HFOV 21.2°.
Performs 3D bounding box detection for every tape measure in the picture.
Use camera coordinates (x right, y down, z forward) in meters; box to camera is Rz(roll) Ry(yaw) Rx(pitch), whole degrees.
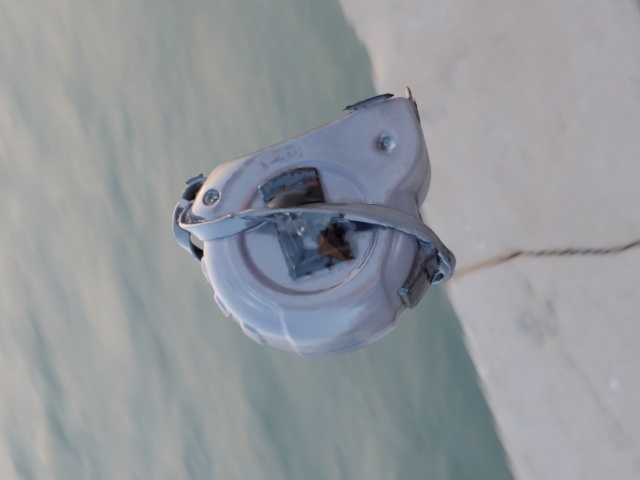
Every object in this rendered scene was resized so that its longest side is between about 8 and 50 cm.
[{"bbox_3d":[0.000,0.000,1.455,0.120,0.236,0.197,64,-174,-69],"label":"tape measure"}]
